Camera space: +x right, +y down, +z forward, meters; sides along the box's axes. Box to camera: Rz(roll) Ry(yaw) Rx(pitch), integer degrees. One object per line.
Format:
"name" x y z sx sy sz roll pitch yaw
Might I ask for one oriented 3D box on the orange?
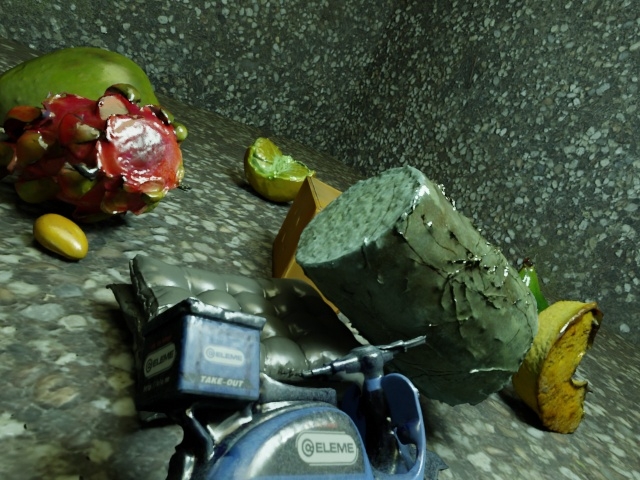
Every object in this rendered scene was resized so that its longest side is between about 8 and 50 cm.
"orange" -0.142 -0.209 1.429 0.237 0.159 0.179 30 23 1

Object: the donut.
"donut" 0.432 0.238 0.843 0.152 0.259 0.101 -5 17 -28

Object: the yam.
"yam" 0.144 0.069 0.654 0.348 0.241 0.241 44 8 -25

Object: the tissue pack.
"tissue pack" 0.000 0.000 0.944 0.145 0.195 0.275 22 18 -14

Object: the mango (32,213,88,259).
"mango" -0.379 -0.003 0.657 0.089 0.046 0.060 42 21 9

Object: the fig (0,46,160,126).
"fig" -0.504 -0.271 0.936 0.325 0.258 0.258 1 25 -20

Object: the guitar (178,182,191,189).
"guitar" -0.438 -0.182 1.141 0.233 0.025 0.088 24 15 -6

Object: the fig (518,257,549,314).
"fig" 0.511 0.168 1.127 0.202 0.236 0.203 23 12 -5

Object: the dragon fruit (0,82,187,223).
"dragon fruit" -0.393 -0.151 0.756 0.307 0.243 0.228 21 55 -31

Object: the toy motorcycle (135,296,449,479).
"toy motorcycle" 0.008 0.182 0.429 0.358 0.125 0.213 23 51 -39

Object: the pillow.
"pillow" -0.093 0.124 0.597 0.326 0.101 0.228 15 21 -39
